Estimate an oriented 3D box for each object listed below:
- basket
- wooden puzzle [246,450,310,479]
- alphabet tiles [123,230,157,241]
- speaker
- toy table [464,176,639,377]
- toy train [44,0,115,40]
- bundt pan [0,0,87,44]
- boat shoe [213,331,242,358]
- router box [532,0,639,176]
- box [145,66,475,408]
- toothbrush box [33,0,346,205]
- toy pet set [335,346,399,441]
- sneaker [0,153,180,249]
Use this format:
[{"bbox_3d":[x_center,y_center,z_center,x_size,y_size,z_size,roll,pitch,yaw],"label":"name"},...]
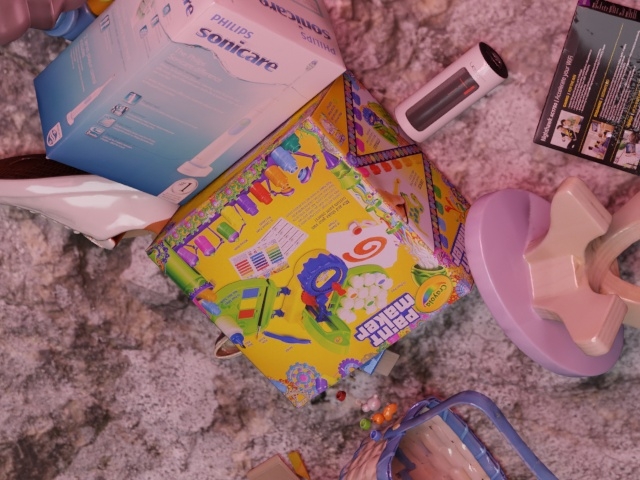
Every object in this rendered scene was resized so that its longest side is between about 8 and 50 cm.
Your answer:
[{"bbox_3d":[0.180,0.331,1.743,0.289,0.201,0.255,-33,103,38],"label":"basket"},{"bbox_3d":[-0.061,0.351,1.937,0.116,0.014,0.078,-28,102,27],"label":"wooden puzzle"},{"bbox_3d":[-0.144,-0.098,1.727,0.342,0.011,0.285,-7,115,20],"label":"alphabet tiles"},{"bbox_3d":[0.155,-0.175,1.572,0.136,0.055,0.055,-36,102,28],"label":"speaker"},{"bbox_3d":[0.310,0.039,1.539,0.274,0.252,0.161,35,150,-27],"label":"toy table"},{"bbox_3d":[-0.210,-0.301,1.547,0.248,0.143,0.105,-22,84,26],"label":"toy train"},{"bbox_3d":[-0.369,-0.330,1.449,0.331,0.331,0.124,8,142,12],"label":"bundt pan"},{"bbox_3d":[-0.086,0.124,1.807,0.137,0.043,0.049,-24,106,25],"label":"boat shoe"},{"bbox_3d":[0.333,-0.177,1.523,0.133,0.046,0.179,18,120,7],"label":"router box"},{"bbox_3d":[0.000,0.000,1.626,0.290,0.177,0.279,-37,102,28],"label":"box"},{"bbox_3d":[-0.154,-0.191,1.540,0.295,0.126,0.216,-37,143,30],"label":"toothbrush box"},{"bbox_3d":[0.052,0.181,1.753,0.065,0.122,0.114,25,99,-34],"label":"toy pet set"},{"bbox_3d":[-0.323,-0.042,1.740,0.290,0.106,0.123,4,115,13],"label":"sneaker"}]
